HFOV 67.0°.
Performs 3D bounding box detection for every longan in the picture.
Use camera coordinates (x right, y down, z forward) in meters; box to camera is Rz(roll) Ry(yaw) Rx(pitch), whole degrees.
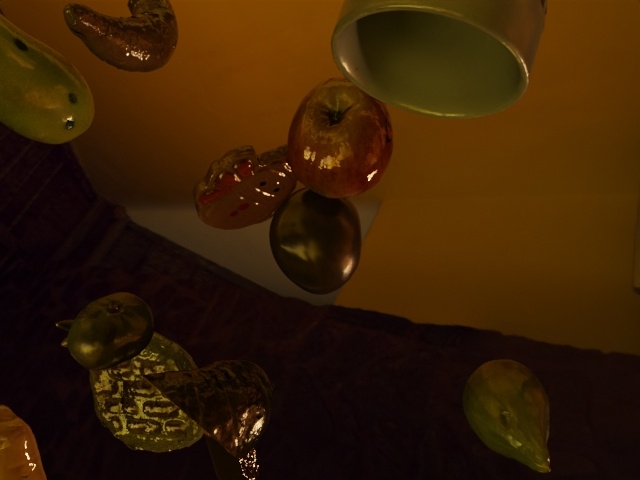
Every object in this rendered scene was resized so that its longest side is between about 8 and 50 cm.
[{"bbox_3d":[0.000,0.000,1.322,0.300,0.243,0.301,-18,-63,-40],"label":"longan"}]

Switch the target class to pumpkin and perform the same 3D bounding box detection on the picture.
[{"bbox_3d":[-0.175,0.295,0.928,0.163,0.111,0.279,-50,-66,-23],"label":"pumpkin"}]

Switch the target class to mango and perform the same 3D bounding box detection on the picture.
[{"bbox_3d":[-0.528,-0.288,0.847,0.293,0.142,0.175,53,-146,-53],"label":"mango"}]

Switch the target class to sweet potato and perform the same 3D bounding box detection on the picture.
[{"bbox_3d":[-0.296,-0.343,0.793,0.124,0.098,0.310,43,-152,-20],"label":"sweet potato"}]

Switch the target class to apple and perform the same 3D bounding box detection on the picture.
[{"bbox_3d":[0.050,-0.269,1.224,0.250,0.277,0.310,89,173,-47],"label":"apple"}]

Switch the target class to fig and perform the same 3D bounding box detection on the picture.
[{"bbox_3d":[0.349,0.328,0.922,0.233,0.166,0.167,-27,-67,-63],"label":"fig"}]

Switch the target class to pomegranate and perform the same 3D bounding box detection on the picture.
[{"bbox_3d":[-0.417,0.173,0.932,0.152,0.191,0.131,-20,-81,-49],"label":"pomegranate"}]

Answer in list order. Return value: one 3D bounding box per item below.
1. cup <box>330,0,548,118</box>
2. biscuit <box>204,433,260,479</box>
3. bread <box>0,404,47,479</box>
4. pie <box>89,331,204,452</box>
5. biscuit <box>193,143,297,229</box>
[{"bbox_3d":[0.152,-0.254,0.500,0.258,0.186,0.234,31,-105,-53],"label":"cup"},{"bbox_3d":[-0.235,0.538,1.265,0.070,0.106,0.252,-48,-41,-50],"label":"biscuit"},{"bbox_3d":[-0.652,0.498,1.031,0.091,0.141,0.306,-26,-58,-45],"label":"bread"},{"bbox_3d":[-0.387,0.336,1.066,0.071,0.305,0.307,-24,-68,-75],"label":"pie"},{"bbox_3d":[-0.217,-0.165,1.524,0.358,0.381,0.074,22,-142,-60],"label":"biscuit"}]
